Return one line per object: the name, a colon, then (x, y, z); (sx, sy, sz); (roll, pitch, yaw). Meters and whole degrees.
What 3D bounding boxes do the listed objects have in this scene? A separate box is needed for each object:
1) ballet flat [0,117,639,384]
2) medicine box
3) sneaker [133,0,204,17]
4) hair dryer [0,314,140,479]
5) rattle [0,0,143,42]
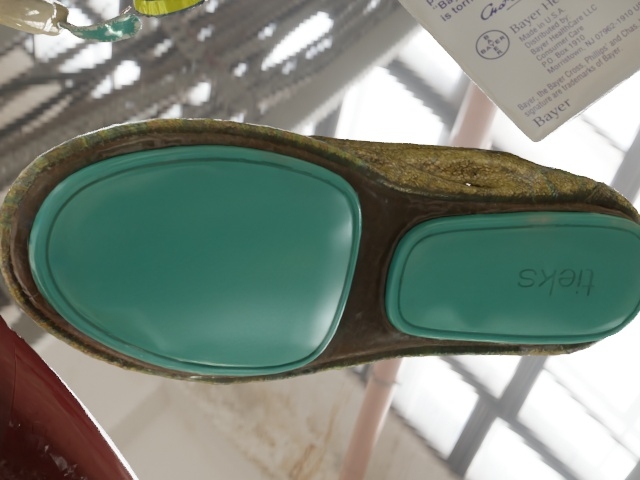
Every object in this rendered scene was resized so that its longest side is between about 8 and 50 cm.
ballet flat: (0.000, 0.000, 0.742); (0.348, 0.123, 0.123); (3, -123, -33)
medicine box: (0.097, -0.259, 1.085); (0.149, 0.289, 0.263); (-36, -147, 17)
sneaker: (-0.135, -0.226, 1.142); (0.069, 0.082, 0.209); (-23, -151, -13)
hair dryer: (-0.168, 0.123, 0.568); (0.293, 0.080, 0.223); (0, -82, -38)
rattle: (-0.242, -0.139, 1.187); (0.130, 0.200, 0.142); (7, -98, 42)
